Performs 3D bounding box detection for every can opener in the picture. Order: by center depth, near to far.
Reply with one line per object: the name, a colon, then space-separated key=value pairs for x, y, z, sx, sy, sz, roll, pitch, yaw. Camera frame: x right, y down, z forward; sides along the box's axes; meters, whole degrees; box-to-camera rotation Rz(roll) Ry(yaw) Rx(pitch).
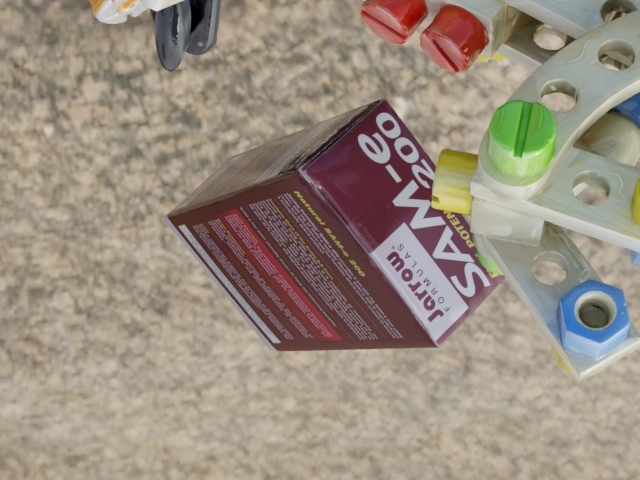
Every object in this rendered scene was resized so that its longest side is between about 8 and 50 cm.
can opener: x=-0.095 y=-0.221 z=0.975 sx=0.059 sy=0.073 sz=0.186 roll=2 pitch=122 yaw=-14

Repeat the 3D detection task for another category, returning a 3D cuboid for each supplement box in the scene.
supplement box: x=0.000 y=0.000 z=0.810 sx=0.073 sy=0.239 sz=0.130 roll=-43 pitch=104 yaw=-22

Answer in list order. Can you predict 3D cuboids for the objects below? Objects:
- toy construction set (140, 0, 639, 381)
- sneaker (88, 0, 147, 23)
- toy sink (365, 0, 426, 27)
toy construction set: x=0.057 y=-0.105 z=0.623 sx=0.327 sy=0.151 sz=0.215 roll=36 pitch=73 yaw=5
sneaker: x=-0.135 y=-0.289 z=1.145 sx=0.215 sy=0.083 sz=0.084 roll=-38 pitch=166 yaw=4
toy sink: x=0.144 y=-0.424 z=1.768 sx=0.152 sy=0.234 sz=0.131 roll=25 pitch=144 yaw=10
